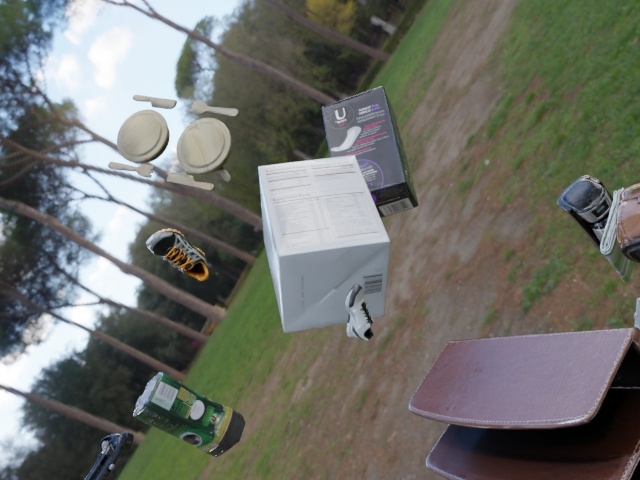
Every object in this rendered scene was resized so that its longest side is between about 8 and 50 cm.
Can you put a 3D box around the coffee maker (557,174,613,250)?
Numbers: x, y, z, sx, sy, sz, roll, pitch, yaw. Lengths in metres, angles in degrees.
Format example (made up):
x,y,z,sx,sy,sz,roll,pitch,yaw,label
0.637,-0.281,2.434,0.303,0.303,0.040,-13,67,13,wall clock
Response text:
x,y,z,sx,sy,sz,roll,pitch,yaw,label
0.666,-0.061,1.646,0.120,0.178,0.171,-53,22,-14,coffee maker

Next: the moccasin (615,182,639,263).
x,y,z,sx,sy,sz,roll,pitch,yaw,label
0.580,-0.066,0.872,0.380,0.139,0.147,-19,55,49,moccasin

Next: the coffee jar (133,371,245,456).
x,y,z,sx,sy,sz,roll,pitch,yaw,label
-0.229,0.311,1.191,0.096,0.184,0.079,-43,21,45,coffee jar

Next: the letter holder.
x,y,z,sx,sy,sz,roll,pitch,yaw,label
0.229,0.233,0.756,0.214,0.152,0.302,-48,13,-26,letter holder

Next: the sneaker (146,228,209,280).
x,y,z,sx,sy,sz,roll,pitch,yaw,label
-0.367,0.040,1.774,0.084,0.215,0.083,-44,50,11,sneaker

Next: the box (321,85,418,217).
x,y,z,sx,sy,sz,roll,pitch,yaw,label
0.117,-0.201,1.607,0.143,0.165,0.271,46,-149,-61,box

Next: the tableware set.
x,y,z,sx,sy,sz,roll,pitch,yaw,label
-0.214,-0.144,1.004,0.039,0.194,0.128,43,-118,-66,tableware set

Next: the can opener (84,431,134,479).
x,y,z,sx,sy,sz,roll,pitch,yaw,label
-0.479,0.507,1.484,0.059,0.073,0.186,29,87,52,can opener

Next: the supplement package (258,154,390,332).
x,y,z,sx,sy,sz,roll,pitch,yaw,label
0.000,0.000,1.279,0.263,0.197,0.199,-107,12,-47,supplement package

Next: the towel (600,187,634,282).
x,y,z,sx,sy,sz,roll,pitch,yaw,label
0.487,-0.005,1.087,0.023,0.152,0.113,14,77,39,towel

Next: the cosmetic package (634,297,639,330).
x,y,z,sx,sy,sz,roll,pitch,yaw,label
0.972,0.246,1.815,0.238,0.107,0.127,-127,23,-55,cosmetic package

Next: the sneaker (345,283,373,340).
x,y,z,sx,sy,sz,roll,pitch,yaw,label
0.067,0.117,1.090,0.040,0.043,0.109,-43,-41,-40,sneaker
